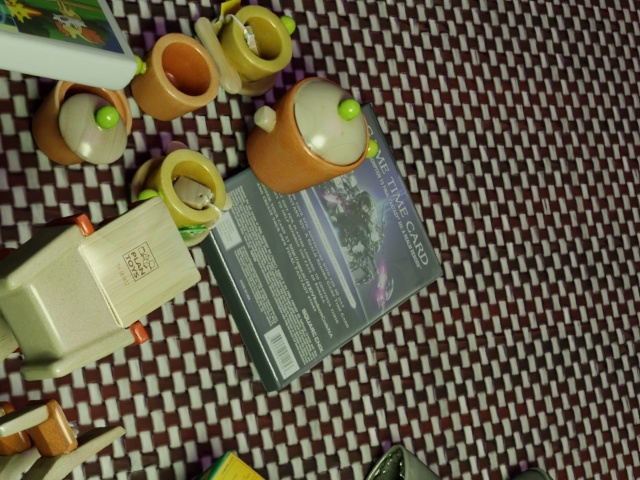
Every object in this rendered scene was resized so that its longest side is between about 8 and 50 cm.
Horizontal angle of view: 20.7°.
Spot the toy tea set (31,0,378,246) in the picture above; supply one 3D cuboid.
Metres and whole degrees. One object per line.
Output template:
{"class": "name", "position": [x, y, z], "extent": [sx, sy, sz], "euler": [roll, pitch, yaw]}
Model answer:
{"class": "toy tea set", "position": [-0.089, -0.113, 1.546], "extent": [0.336, 0.124, 0.200], "euler": [-28, 88, -45]}

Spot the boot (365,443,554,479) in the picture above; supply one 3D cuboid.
{"class": "boot", "position": [0.135, 0.262, 1.732], "extent": [0.208, 0.076, 0.190], "euler": [38, 52, -23]}

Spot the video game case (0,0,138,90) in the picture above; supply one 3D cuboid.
{"class": "video game case", "position": [-0.325, -0.250, 1.332], "extent": [0.329, 0.036, 0.300], "euler": [8, 43, -44]}

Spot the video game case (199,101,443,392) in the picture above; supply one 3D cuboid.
{"class": "video game case", "position": [0.000, 0.000, 1.694], "extent": [0.274, 0.026, 0.196], "euler": [-32, 102, -46]}

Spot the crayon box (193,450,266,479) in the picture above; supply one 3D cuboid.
{"class": "crayon box", "position": [-0.093, 0.331, 1.432], "extent": [0.165, 0.081, 0.278], "euler": [40, 51, -5]}

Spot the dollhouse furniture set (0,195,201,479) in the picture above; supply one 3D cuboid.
{"class": "dollhouse furniture set", "position": [-0.218, 0.044, 1.297], "extent": [0.135, 0.259, 0.262], "euler": [-34, 104, -35]}
